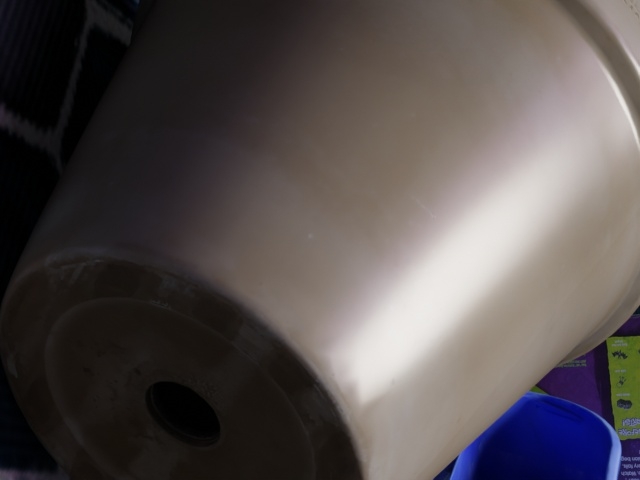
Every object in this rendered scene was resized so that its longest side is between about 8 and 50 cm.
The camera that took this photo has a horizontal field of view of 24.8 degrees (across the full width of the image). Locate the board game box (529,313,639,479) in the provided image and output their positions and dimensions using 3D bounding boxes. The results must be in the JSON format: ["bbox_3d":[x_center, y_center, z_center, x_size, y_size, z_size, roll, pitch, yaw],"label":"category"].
[{"bbox_3d":[0.175,0.165,1.126,0.056,0.347,0.208,8,78,-58],"label":"board game box"}]

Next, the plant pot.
[{"bbox_3d":[0.000,0.000,0.725,0.280,0.323,0.323,-54,138,-44],"label":"plant pot"}]

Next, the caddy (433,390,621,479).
[{"bbox_3d":[0.076,0.192,0.969,0.341,0.241,0.179,-48,135,-69],"label":"caddy"}]
